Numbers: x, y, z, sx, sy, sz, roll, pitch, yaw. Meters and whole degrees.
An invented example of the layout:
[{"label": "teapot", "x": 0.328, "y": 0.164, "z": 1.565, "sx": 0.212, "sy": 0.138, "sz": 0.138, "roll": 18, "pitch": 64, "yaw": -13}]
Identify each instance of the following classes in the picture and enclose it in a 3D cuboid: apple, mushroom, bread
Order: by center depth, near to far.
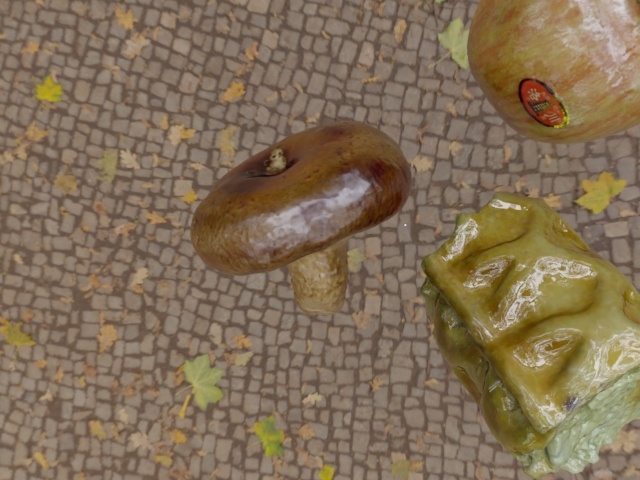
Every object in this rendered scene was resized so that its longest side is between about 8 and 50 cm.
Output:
[{"label": "apple", "x": 0.260, "y": -0.202, "z": 0.521, "sx": 0.211, "sy": 0.188, "sz": 0.211, "roll": 3, "pitch": 83, "yaw": -23}, {"label": "bread", "x": 0.246, "y": 0.106, "z": 0.601, "sx": 0.196, "sy": 0.252, "sz": 0.239, "roll": -16, "pitch": 128, "yaw": -16}, {"label": "mushroom", "x": 0.000, "y": -0.036, "z": 0.641, "sx": 0.254, "sy": 0.267, "sz": 0.267, "roll": 35, "pitch": 98, "yaw": -26}]
